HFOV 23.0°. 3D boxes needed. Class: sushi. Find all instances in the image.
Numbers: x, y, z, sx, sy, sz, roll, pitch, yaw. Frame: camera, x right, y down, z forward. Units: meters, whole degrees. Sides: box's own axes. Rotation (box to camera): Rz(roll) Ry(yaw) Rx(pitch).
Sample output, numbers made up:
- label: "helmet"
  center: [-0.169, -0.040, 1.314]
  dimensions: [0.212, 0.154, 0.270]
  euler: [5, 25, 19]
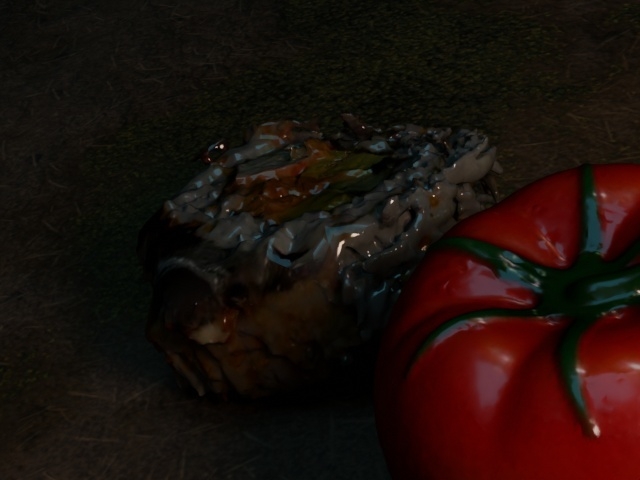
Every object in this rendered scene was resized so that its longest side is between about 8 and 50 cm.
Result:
- label: "sushi"
  center: [0.004, -0.002, 1.659]
  dimensions: [0.417, 0.176, 0.417]
  euler: [-17, 25, 8]

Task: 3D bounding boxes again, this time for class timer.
- label: "timer"
  center: [0.232, 0.122, 1.254]
  dimensions: [0.378, 0.279, 0.378]
  euler: [-13, 34, 9]
